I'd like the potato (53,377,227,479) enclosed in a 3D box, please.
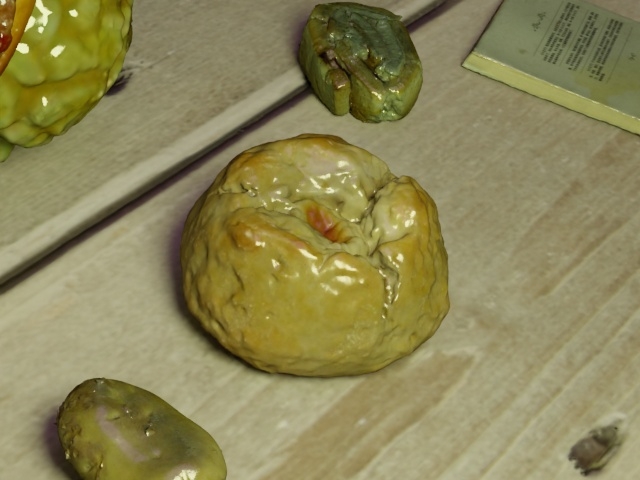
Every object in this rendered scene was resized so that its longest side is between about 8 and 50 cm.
[{"bbox_3d":[-0.134,0.156,1.202,0.138,0.070,0.091,37,44,21],"label":"potato"}]

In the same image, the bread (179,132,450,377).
[{"bbox_3d":[0.000,0.000,1.372,0.244,0.134,0.244,9,44,-9],"label":"bread"}]

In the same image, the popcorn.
[{"bbox_3d":[-0.293,-0.199,1.412,0.282,0.282,0.247,47,7,31],"label":"popcorn"}]

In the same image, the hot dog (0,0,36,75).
[{"bbox_3d":[-0.384,-0.154,1.212,0.405,0.223,0.185,-10,-5,32],"label":"hot dog"}]

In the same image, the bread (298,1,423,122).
[{"bbox_3d":[0.043,-0.181,1.640,0.117,0.064,0.156,-5,43,-20],"label":"bread"}]

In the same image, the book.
[{"bbox_3d":[0.317,-0.190,1.763,0.289,0.026,0.201,23,41,9],"label":"book"}]
